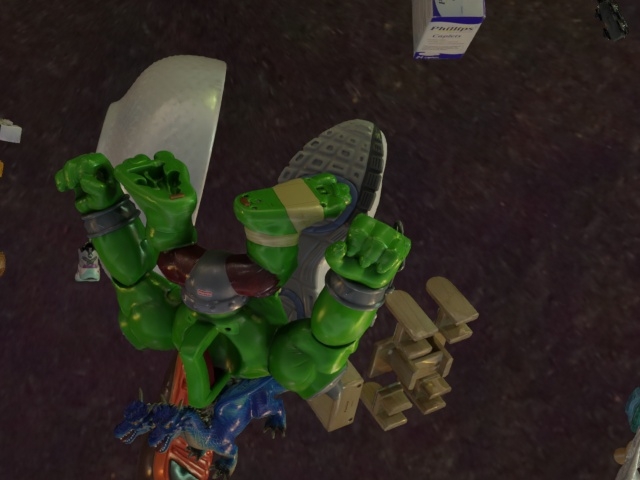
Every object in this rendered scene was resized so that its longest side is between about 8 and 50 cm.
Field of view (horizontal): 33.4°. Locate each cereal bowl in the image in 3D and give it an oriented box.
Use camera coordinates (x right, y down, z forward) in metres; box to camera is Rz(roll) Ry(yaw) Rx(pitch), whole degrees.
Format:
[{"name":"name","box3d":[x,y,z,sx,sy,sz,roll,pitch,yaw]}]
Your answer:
[{"name":"cereal bowl","box3d":[-0.230,-0.092,1.431,0.141,0.339,0.339,14,104,-9]}]

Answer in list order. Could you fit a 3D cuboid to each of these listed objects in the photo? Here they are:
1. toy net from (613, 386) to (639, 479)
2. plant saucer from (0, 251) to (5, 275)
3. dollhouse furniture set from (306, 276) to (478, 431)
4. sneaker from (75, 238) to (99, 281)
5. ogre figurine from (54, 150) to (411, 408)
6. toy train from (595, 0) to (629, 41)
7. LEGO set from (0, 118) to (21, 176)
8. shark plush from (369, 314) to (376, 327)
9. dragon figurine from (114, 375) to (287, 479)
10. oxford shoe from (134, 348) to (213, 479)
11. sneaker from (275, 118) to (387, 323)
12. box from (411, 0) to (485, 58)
[{"name":"toy net","box3d":[0.334,0.185,1.059,0.045,0.232,0.122,26,116,10]},{"name":"plant saucer","box3d":[-0.388,0.048,1.218,0.015,0.083,0.083,43,97,-1]},{"name":"dollhouse furniture set","box3d":[0.080,0.161,1.604,0.242,0.161,0.212,-16,138,-28]},{"name":"sneaker","box3d":[-0.364,0.029,1.673,0.038,0.098,0.069,1,85,-22]},{"name":"ogre figurine","box3d":[-0.053,0.022,0.582,0.197,0.097,0.118,4,119,3]},{"name":"toy train","box3d":[0.290,-0.284,1.133,0.027,0.036,0.158,-26,81,34]},{"name":"LEGO set","box3d":[-0.467,-0.132,1.364,0.093,0.227,0.087,3,105,-34]},{"name":"shark plush","box3d":[0.090,0.100,2.004,0.067,0.073,0.161,18,138,-17]},{"name":"dragon figurine","box3d":[-0.098,0.174,1.224,0.289,0.085,0.144,-34,138,-29]},{"name":"oxford shoe","box3d":[-0.181,0.198,1.372,0.097,0.098,0.271,37,55,-35]},{"name":"sneaker","box3d":[0.000,0.000,1.214,0.111,0.129,0.297,27,105,16]},{"name":"box","box3d":[0.167,-0.324,1.415,0.072,0.137,0.126,0,77,-6]}]
